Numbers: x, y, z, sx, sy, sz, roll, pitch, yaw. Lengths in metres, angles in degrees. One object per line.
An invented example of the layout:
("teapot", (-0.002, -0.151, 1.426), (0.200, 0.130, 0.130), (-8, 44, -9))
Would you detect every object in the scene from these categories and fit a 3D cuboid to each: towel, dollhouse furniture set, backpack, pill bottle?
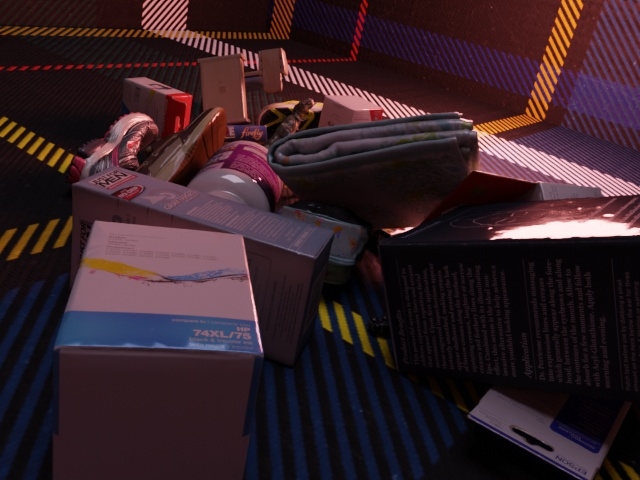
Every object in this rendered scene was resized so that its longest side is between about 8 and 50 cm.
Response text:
("towel", (0.125, -0.109, 1.226), (0.374, 0.090, 0.320), (-3, -25, 20))
("dollhouse furniture set", (-0.211, -0.440, 1.989), (0.286, 0.198, 0.303), (-4, 0, 11))
("backpack", (0.000, 0.000, 1.151), (0.165, 0.145, 0.188), (18, -3, 8))
("pill bottle", (-0.170, -0.074, 1.224), (0.169, 0.169, 0.301), (12, 24, -1))

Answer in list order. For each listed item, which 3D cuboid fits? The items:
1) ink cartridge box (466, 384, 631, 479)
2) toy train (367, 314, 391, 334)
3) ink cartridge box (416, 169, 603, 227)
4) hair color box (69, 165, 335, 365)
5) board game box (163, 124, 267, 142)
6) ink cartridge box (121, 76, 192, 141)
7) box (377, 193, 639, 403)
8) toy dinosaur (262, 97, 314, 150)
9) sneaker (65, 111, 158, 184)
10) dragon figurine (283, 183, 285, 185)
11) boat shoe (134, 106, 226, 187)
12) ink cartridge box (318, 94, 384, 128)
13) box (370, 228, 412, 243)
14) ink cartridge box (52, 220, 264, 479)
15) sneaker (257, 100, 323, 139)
("ink cartridge box", (0.336, 0.238, 0.912), (0.165, 0.065, 0.332), (26, 27, 30))
("toy train", (0.151, 0.138, 1.085), (0.158, 0.027, 0.036), (-4, 32, -30))
("ink cartridge box", (0.337, -0.019, 1.221), (0.261, 0.296, 0.066), (5, 64, -17))
("hair color box", (-0.184, 0.032, 0.969), (0.374, 0.186, 0.113), (17, 25, 10))
("board game box", (-0.263, -0.245, 1.576), (0.165, 0.042, 0.243), (-7, 3, -37))
("ink cartridge box", (-0.426, -0.342, 1.723), (0.231, 0.134, 0.078), (25, 27, 26))
("box", (0.333, 0.065, 0.941), (0.395, 0.212, 0.293), (-1, 13, 39))
("toy dinosaur", (-0.086, -0.287, 1.810), (0.118, 0.064, 0.268), (41, 62, -1))
("sneaker", (-0.433, -0.178, 1.407), (0.112, 0.121, 0.299), (30, 37, -5))
("dragon figurine", (-0.042, -0.194, 1.506), (0.144, 0.289, 0.085), (43, 12, -29))
("boat shoe", (-0.308, -0.170, 1.320), (0.123, 0.123, 0.342), (20, 54, 11))
("ink cartridge box", (0.078, -0.312, 1.842), (0.128, 0.176, 0.127), (-13, 37, -41))
("box", (0.118, -0.048, 1.459), (0.114, 0.036, 0.207), (-12, 34, -42))
("ink cartridge box", (-0.187, 0.127, 0.750), (0.197, 0.198, 0.270), (5, 26, -14))
("sneaker", (-0.006, -0.373, 1.974), (0.384, 0.145, 0.147), (4, 26, -20))
